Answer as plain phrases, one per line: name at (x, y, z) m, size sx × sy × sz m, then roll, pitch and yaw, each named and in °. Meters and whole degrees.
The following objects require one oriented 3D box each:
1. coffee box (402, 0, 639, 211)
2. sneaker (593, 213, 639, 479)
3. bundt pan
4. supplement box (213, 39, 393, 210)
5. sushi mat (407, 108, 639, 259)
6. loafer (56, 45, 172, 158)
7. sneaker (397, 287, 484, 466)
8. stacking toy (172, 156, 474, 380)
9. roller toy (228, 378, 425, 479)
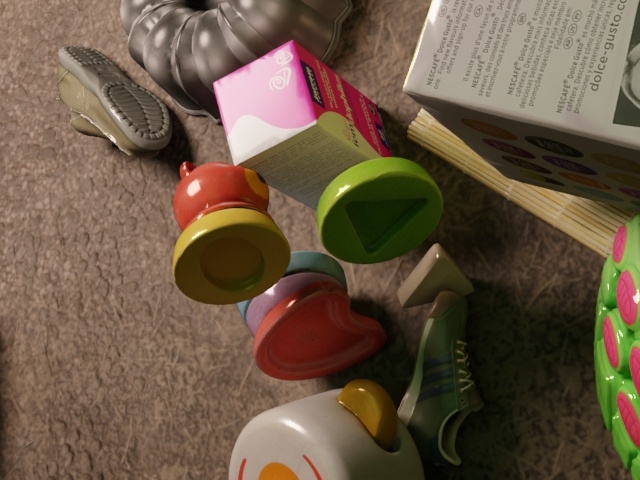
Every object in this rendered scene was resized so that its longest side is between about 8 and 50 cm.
coffee box at (0.319, -0.208, 1.030) m, size 0.334 × 0.337 × 0.338 m, roll 17°, pitch 88°, yaw 25°
sneaker at (0.402, 0.179, 1.069) m, size 0.202 × 0.185 × 0.483 m, roll -12°, pitch 55°, yaw -15°
bundt pan at (-0.126, -0.326, 1.501) m, size 0.330 × 0.124 × 0.331 m, roll -8°, pitch 73°, yaw 27°
supplement box at (-0.011, -0.121, 1.325) m, size 0.114 × 0.220 × 0.111 m, roll -25°, pitch 67°, yaw 22°
sushi mat at (0.252, -0.108, 1.292) m, size 0.316 × 0.019 × 0.151 m, roll 35°, pitch 94°, yaw 31°
loafer at (-0.285, -0.176, 1.583) m, size 0.251 × 0.094 × 0.087 m, roll 46°, pitch 126°, yaw 39°
sneaker at (0.144, 0.155, 1.260) m, size 0.086 × 0.064 × 0.192 m, roll 20°, pitch 94°, yaw 32°
stacking toy at (0.000, 0.000, 1.265) m, size 0.279 × 0.309 × 0.130 m, roll -25°, pitch 49°, yaw 6°
roller toy at (0.010, 0.258, 1.241) m, size 0.191 × 0.146 × 0.209 m, roll -12°, pitch 89°, yaw 45°
